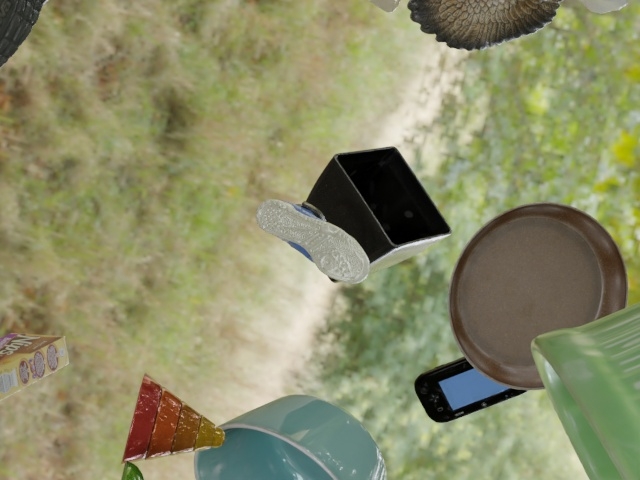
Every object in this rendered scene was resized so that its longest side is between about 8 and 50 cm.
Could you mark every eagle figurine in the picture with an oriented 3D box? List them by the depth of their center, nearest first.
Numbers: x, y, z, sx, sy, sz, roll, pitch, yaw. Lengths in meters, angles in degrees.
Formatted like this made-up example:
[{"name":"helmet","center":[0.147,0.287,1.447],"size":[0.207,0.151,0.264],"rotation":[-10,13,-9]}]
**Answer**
[{"name":"eagle figurine","center":[0.282,-0.401,1.855],"size":[0.298,0.225,0.226],"rotation":[-29,114,-7]}]

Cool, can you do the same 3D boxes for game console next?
[{"name":"game console","center":[0.346,0.231,2.174],"size":[0.213,0.361,0.044],"rotation":[64,14,-11]}]

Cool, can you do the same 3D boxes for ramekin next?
[{"name":"ramekin","center":[0.284,0.171,0.880],"size":[0.148,0.303,0.303],"rotation":[-28,149,2]}]

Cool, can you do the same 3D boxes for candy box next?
[{"name":"candy box","center":[-0.486,0.194,1.926],"size":[0.186,0.109,0.053],"rotation":[-32,118,-60]}]

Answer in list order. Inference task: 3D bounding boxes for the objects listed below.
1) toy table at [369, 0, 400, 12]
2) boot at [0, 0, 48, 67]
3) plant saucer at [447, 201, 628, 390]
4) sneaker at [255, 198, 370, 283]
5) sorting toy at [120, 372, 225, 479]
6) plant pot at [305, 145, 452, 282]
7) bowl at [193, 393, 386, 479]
[{"name":"toy table","center":[0.034,-0.434,1.693],"size":[0.161,0.252,0.274],"rotation":[-55,-173,23]},{"name":"boot","center":[-0.341,-0.327,1.402],"size":[0.338,0.222,0.118],"rotation":[-43,124,-17]},{"name":"plant saucer","center":[0.348,0.088,2.043],"size":[0.050,0.310,0.311],"rotation":[-148,-109,-74]},{"name":"sneaker","center":[0.000,-0.001,1.490],"size":[0.058,0.152,0.084],"rotation":[-64,165,9]},{"name":"sorting toy","center":[-0.191,0.324,1.527],"size":[0.365,0.126,0.127],"rotation":[-86,-168,-49]},{"name":"plant pot","center":[0.075,-0.030,2.128],"size":[0.167,0.188,0.187],"rotation":[-44,162,34]},{"name":"bowl","center":[-0.023,0.359,1.920],"size":[0.163,0.311,0.311],"rotation":[-45,144,-45]}]
